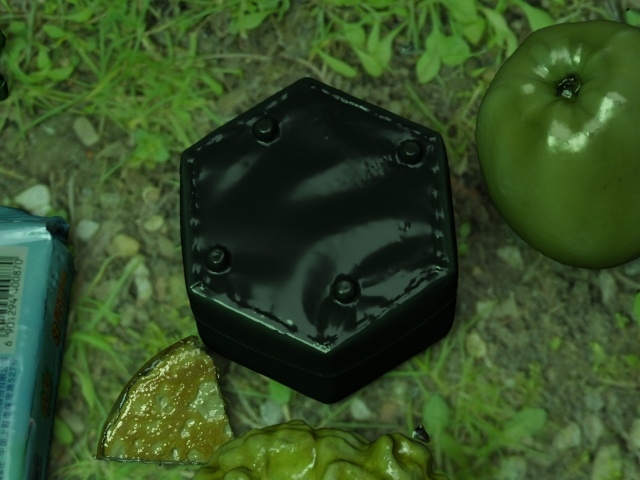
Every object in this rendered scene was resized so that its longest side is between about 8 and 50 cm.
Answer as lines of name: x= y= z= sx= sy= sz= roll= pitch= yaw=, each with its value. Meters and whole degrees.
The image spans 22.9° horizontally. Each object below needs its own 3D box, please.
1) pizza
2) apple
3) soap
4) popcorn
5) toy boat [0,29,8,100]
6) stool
pizza: x=-0.108 y=0.144 z=1.224 sx=0.108 sy=0.026 sz=0.123 roll=41 pitch=85 yaw=-6
apple: x=0.211 y=-0.077 z=1.234 sx=0.200 sy=0.200 sz=0.200 roll=0 pitch=67 yaw=1
soap: x=-0.280 y=0.100 z=1.221 sx=0.156 sy=0.077 sz=0.293 roll=2 pitch=67 yaw=3
popcorn: x=0.005 y=0.219 z=1.115 sx=0.218 sy=0.189 sz=0.169 roll=16 pitch=61 yaw=14
toy boat: x=-0.369 y=-0.151 z=1.343 sx=0.210 sy=0.052 sz=0.104 roll=8 pitch=70 yaw=6
stool: x=0.000 y=0.000 z=1.222 sx=0.232 sy=0.141 sz=0.232 roll=0 pitch=67 yaw=0
